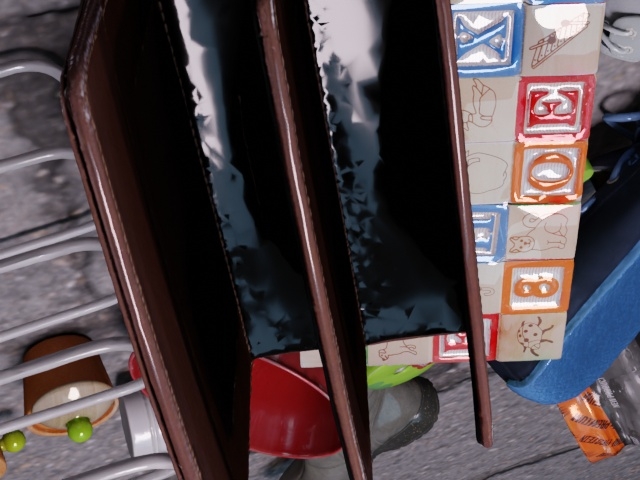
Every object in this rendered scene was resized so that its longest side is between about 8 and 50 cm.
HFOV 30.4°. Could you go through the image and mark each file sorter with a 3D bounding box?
[{"bbox_3d":[-0.178,0.063,0.669,0.173,0.277,0.193,-19,149,-6],"label":"file sorter"}]

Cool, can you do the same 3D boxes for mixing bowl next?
[{"bbox_3d":[-0.050,0.086,0.927,0.182,0.098,0.181,14,149,9],"label":"mixing bowl"}]

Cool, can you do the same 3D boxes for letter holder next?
[{"bbox_3d":[0.000,0.000,0.555,0.152,0.214,0.301,-7,127,6],"label":"letter holder"}]

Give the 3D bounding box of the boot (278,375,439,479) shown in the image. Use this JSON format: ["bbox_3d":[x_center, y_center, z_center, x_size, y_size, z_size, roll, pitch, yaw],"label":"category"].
[{"bbox_3d":[-0.012,0.198,1.188,0.161,0.083,0.246,20,125,-39],"label":"boot"}]

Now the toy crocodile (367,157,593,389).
[{"bbox_3d":[0.092,0.016,0.921,0.105,0.115,0.340,-4,147,-37],"label":"toy crocodile"}]

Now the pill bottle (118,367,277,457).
[{"bbox_3d":[-0.092,0.144,1.030,0.160,0.087,0.087,-11,147,-17],"label":"pill bottle"}]

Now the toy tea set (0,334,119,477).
[{"bbox_3d":[-0.315,0.186,0.923,0.336,0.124,0.200,-32,147,17],"label":"toy tea set"}]

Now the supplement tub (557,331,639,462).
[{"bbox_3d":[0.359,0.055,1.050,0.338,0.207,0.207,-27,148,10],"label":"supplement tub"}]

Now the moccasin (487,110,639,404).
[{"bbox_3d":[0.242,-0.032,0.912,0.342,0.117,0.137,-44,139,-2],"label":"moccasin"}]

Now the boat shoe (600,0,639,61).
[{"bbox_3d":[0.219,-0.148,0.773,0.081,0.079,0.227,-37,149,17],"label":"boat shoe"}]

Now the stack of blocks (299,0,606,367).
[{"bbox_3d":[0.065,-0.062,0.698,0.171,0.087,0.297,-1,128,1],"label":"stack of blocks"}]
